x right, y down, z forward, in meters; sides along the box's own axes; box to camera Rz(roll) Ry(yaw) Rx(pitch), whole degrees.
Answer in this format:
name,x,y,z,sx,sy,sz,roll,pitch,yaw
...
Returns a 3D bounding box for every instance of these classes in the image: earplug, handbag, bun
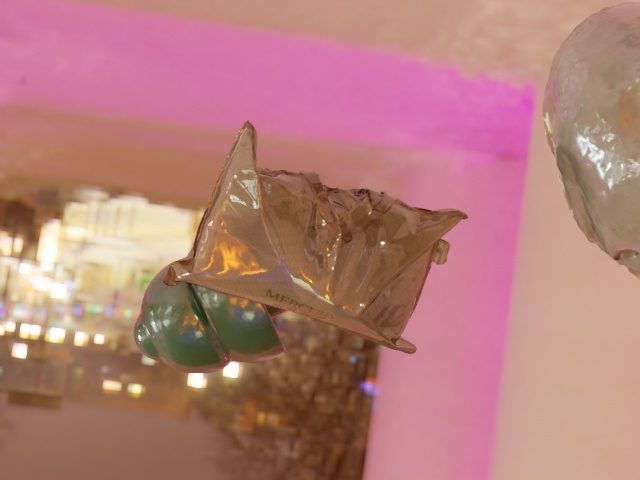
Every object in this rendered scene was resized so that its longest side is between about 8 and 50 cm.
name,x,y,z,sx,sy,sz,roll,pitch,yaw
earplug,-0.094,0.042,1.802,0.280,0.164,0.257,-27,-155,-12
handbag,0.000,0.000,1.560,0.270,0.182,0.117,18,-165,-12
bun,0.316,-0.052,1.337,0.354,0.194,0.354,36,-168,-9
